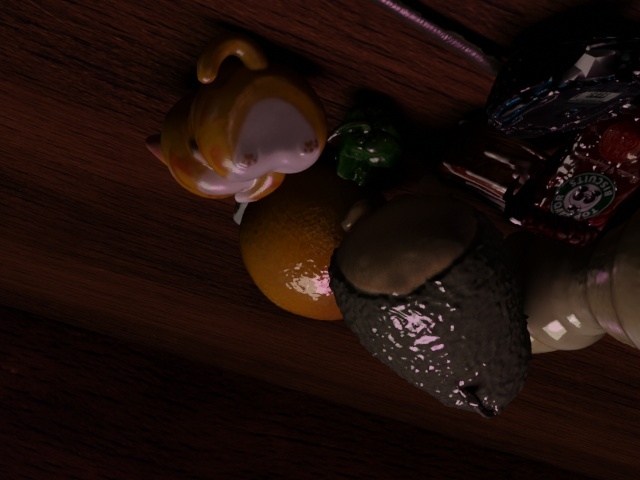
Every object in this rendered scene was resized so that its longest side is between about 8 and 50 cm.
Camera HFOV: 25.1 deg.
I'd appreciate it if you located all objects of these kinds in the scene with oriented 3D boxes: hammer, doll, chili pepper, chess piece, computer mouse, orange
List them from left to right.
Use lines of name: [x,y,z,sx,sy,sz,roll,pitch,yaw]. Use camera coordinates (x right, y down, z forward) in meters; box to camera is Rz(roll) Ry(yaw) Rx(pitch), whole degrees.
doll: [-0.104,-0.132,1.758,0.166,0.162,0.269,-6,167,-26]
orange: [0.000,0.000,2.015,0.236,0.236,0.236,11,164,3]
chili pepper: [0.058,-0.118,1.830,0.100,0.074,0.257,10,166,0]
hammer: [0.084,-0.238,1.491,0.297,0.027,0.125,22,161,-32]
doll: [0.161,0.078,1.886,0.247,0.247,0.349,-1,138,39]
computer mouse: [0.255,-0.171,1.491,0.146,0.077,0.241,-1,166,-33]
chess piece: [0.396,0.062,1.933,0.234,0.234,0.442,20,166,-26]

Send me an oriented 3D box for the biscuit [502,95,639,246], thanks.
biscuit: [0.322,-0.085,1.650,0.151,0.063,0.235,22,124,-26]

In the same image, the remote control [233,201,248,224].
remote control: [0.038,-0.022,2.192,0.335,0.065,0.128,15,162,-9]

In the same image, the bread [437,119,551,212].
bread: [0.224,-0.081,1.757,0.160,0.073,0.160,30,173,4]
